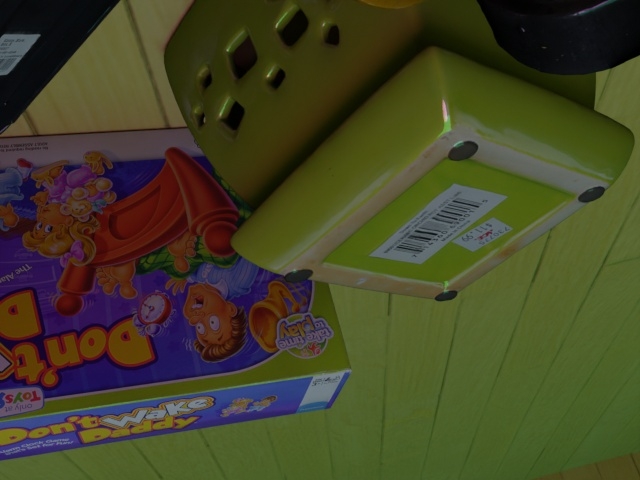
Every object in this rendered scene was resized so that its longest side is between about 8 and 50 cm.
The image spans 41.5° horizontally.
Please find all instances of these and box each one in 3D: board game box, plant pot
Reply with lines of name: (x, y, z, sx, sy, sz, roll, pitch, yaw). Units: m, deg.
board game box: (-0.174, 0.032, 0.643, 0.347, 0.233, 0.078, -6, 149, -17)
plant pot: (0.054, -0.091, 0.571, 0.227, 0.207, 0.228, 11, 142, -39)

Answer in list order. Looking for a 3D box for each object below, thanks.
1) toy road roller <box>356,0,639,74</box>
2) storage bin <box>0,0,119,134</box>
toy road roller: (0.076, -0.258, 0.360, 0.329, 0.240, 0.202, -58, 144, -3)
storage bin: (-0.185, -0.129, 0.439, 0.180, 0.084, 0.122, -42, 179, 22)
